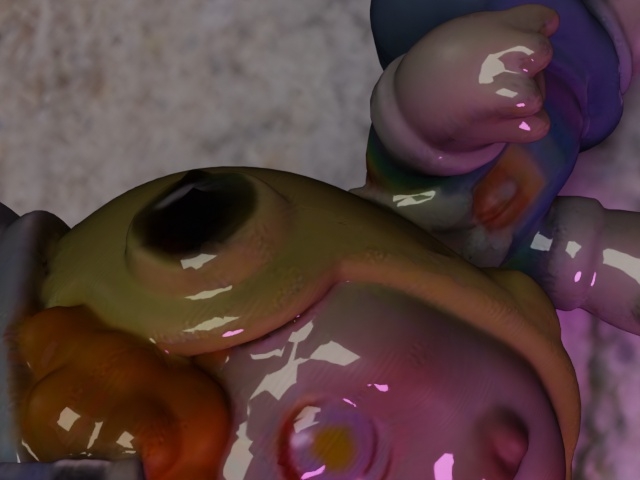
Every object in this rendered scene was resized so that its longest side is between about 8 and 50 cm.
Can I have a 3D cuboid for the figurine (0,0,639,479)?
[{"bbox_3d":[0.016,0.015,0.515,0.382,0.224,0.205,-43,44,-17],"label":"figurine"}]
